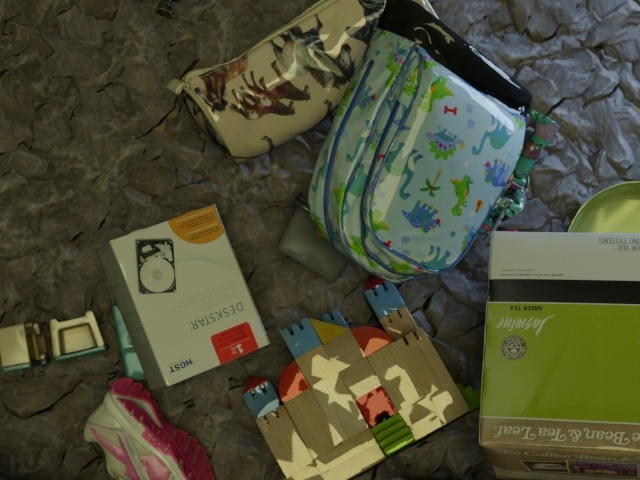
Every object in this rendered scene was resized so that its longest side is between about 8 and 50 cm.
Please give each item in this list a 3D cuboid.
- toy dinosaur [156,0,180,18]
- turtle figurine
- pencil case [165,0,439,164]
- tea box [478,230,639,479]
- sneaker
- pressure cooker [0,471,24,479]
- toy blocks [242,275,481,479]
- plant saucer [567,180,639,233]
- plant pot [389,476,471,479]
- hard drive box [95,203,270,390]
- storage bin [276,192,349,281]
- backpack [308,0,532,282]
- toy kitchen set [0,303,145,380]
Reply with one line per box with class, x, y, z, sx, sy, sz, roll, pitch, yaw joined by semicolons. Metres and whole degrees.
toy dinosaur;-0.250;-0.455;1.840;0.314;0.121;0.160;24;74;3
turtle figurine;0.274;-0.095;1.835;0.175;0.118;0.234;28;91;39
pencil case;-0.021;-0.274;1.800;0.410;0.160;0.183;-31;109;-4
tea box;0.408;0.173;1.682;0.329;0.220;0.323;1;67;16
sneaker;-0.261;0.331;1.798;0.111;0.103;0.252;-37;98;19
pressure cooker;-0.496;0.491;1.628;0.420;0.375;0.370;18;45;1
toy blocks;0.035;0.219;1.791;0.381;0.191;0.261;-29;77;-5
plant saucer;0.502;0.026;1.875;0.241;0.037;0.241;0;88;-3
plant pot;0.245;0.459;1.762;0.254;0.237;0.237;-4;87;-17
hard drive box;-0.208;0.085;1.782;0.181;0.089;0.232;-22;90;-27
storage bin;0.000;0.000;1.829;0.135;0.098;0.091;31;97;-1
backpack;0.135;-0.117;1.694;0.290;0.273;0.355;30;103;-37
toy kitchen set;-0.356;0.167;1.761;0.207;0.166;0.122;-13;87;-3
